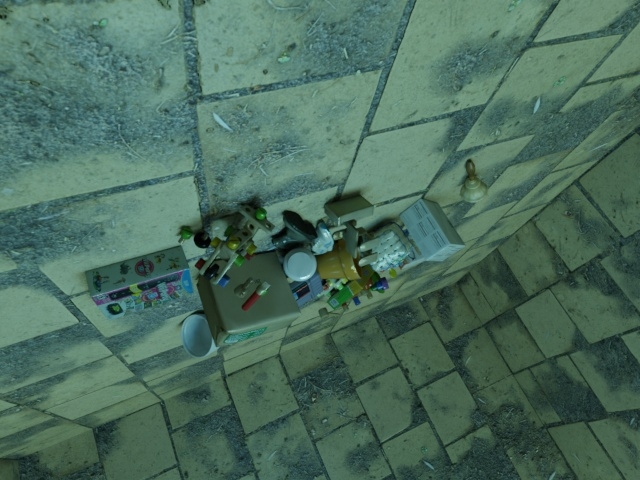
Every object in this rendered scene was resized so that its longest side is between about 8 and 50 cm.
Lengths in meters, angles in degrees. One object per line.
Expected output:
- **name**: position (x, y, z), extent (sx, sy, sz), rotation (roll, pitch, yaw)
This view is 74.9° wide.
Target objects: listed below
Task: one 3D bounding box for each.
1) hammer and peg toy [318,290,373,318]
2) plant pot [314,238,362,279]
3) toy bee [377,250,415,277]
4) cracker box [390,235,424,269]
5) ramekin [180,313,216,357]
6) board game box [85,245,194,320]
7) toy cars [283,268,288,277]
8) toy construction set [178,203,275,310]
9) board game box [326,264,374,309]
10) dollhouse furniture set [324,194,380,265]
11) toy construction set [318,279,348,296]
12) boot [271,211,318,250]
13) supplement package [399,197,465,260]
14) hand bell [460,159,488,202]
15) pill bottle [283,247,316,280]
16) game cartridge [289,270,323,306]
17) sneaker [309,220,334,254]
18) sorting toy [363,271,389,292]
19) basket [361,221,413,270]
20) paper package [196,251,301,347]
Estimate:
- **hammer and peg toy**: position (0.158, 0.378, 2.713), extent (0.361, 0.127, 0.266), rotation (-30, 159, 10)
- **plant pot**: position (0.077, 0.097, 1.950), extent (0.187, 0.205, 0.205), rotation (-15, 160, 14)
- **toy bee**: position (0.352, 0.104, 2.227), extent (0.162, 0.195, 0.298), rotation (-33, 164, -17)
- **cracker box**: position (0.519, 0.052, 2.348), extent (0.232, 0.156, 0.067), rotation (-17, 156, -21)
- **ramekin**: position (-0.559, 0.449, 2.011), extent (0.207, 0.207, 0.109), rotation (-37, 165, 24)
- **board game box**: position (-0.604, 0.148, 1.432), extent (0.303, 0.098, 0.224), rotation (-18, 157, -21)
- **toy cars**: position (-0.309, 0.223, 1.928), extent (0.393, 0.087, 0.176), rotation (-33, 174, 7)
- **toy construction set**: position (-0.241, 0.031, 1.334), extent (0.237, 0.309, 0.257), rotation (-46, 159, 29)
- **board game box**: position (0.189, 0.228, 2.320), extent (0.242, 0.064, 0.316), rotation (-43, 180, 35)
- **dollhouse furniture set**: position (0.109, -0.037, 1.656), extent (0.161, 0.212, 0.242), rotation (-18, 130, -24)
- **toy construction set**: position (0.037, 0.229, 2.223), extent (0.327, 0.151, 0.215), rotation (-29, -177, 27)
- **boot**: position (-0.123, -0.019, 1.611), extent (0.161, 0.083, 0.246), rotation (-26, 157, 15)
- **supplement package**: position (0.537, -0.047, 2.008), extent (0.145, 0.262, 0.204), rotation (-39, 154, 30)
- **hand bell**: position (0.687, -0.285, 1.890), extent (0.126, 0.126, 0.242), rotation (-29, 146, 8)
- **pill bottle**: position (-0.085, 0.097, 1.722), extent (0.136, 0.136, 0.245), rotation (-24, 180, -4)
- **game cartridge**: position (-0.149, 0.279, 1.919), extent (0.355, 0.068, 0.230), rotation (-33, 160, -10)
- **sneaker**: position (0.000, 0.000, 1.770), extent (0.092, 0.087, 0.229), rotation (-20, 155, -9)
- **sorting toy**: position (0.270, 0.251, 2.319), extent (0.126, 0.127, 0.365), rotation (-20, 179, -8)
- **basket**: position (0.319, 0.032, 2.052), extent (0.254, 0.201, 0.289), rotation (-34, -176, 19)
- **paper package**: position (-0.287, 0.225, 1.660), extent (0.324, 0.310, 0.168), rotation (-8, 150, -35)
